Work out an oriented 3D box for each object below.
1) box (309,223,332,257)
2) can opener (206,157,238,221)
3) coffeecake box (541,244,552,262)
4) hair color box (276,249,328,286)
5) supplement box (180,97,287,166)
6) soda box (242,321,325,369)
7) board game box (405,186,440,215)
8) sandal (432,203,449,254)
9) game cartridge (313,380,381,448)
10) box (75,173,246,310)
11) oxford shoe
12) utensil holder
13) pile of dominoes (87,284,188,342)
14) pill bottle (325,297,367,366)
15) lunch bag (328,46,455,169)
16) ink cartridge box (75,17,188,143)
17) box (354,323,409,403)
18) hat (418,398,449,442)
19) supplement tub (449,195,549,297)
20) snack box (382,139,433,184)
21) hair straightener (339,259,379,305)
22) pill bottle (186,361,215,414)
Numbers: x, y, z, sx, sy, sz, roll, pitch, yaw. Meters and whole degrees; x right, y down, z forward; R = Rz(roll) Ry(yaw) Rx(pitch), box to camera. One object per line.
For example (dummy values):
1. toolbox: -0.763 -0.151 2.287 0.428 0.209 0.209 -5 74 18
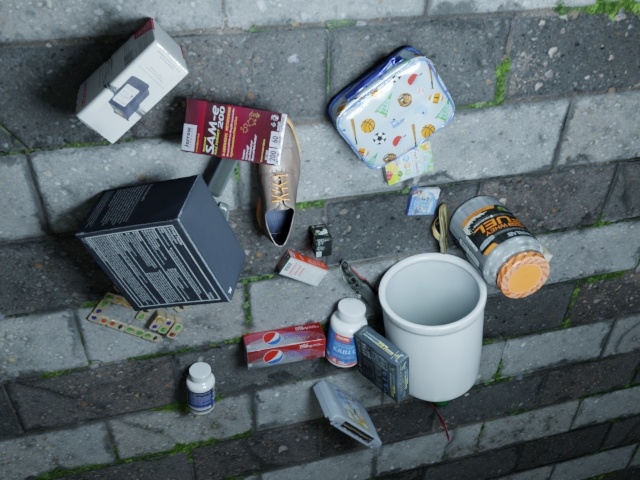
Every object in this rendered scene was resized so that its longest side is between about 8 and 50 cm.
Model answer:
1. box: 0.000 0.000 1.777 0.052 0.083 0.062 -7 127 -12
2. can opener: -0.260 -0.142 1.592 0.093 0.074 0.280 18 115 -18
3. coffeecake box: 0.677 0.083 2.075 0.186 0.068 0.142 5 124 -22
4. hair color box: -0.055 0.086 1.847 0.141 0.043 0.072 22 115 -32
5. supplement box: -0.208 -0.262 1.462 0.240 0.073 0.130 8 100 -5
6. soda box: -0.119 0.346 1.989 0.264 0.083 0.092 -8 127 -14
7. board game box: 0.311 -0.120 1.836 0.090 0.020 0.090 -4 126 -18
8. sandal: 0.376 -0.033 1.899 0.049 0.072 0.180 9 131 21
9. game cartridge: 0.097 0.626 2.192 0.062 0.198 0.297 -39 128 12
10. box: -0.389 0.014 1.534 0.294 0.182 0.296 -6 132 20
11. oxford shoe: -0.104 -0.151 1.600 0.130 0.132 0.363 -8 127 -12
12. utensil holder: 0.364 0.288 1.964 0.328 0.327 0.385 -16 131 -7
13. pile of dominoes: -0.525 0.216 1.785 0.251 0.040 0.196 27 113 -33
14. pill bottle: 0.088 0.303 2.002 0.125 0.124 0.221 -4 125 -16
15. lunch bag: 0.186 -0.348 1.571 0.303 0.115 0.243 -36 126 10
16. ink cartridge box: -0.415 -0.351 1.324 0.237 0.172 0.100 -39 127 11
17. box: 0.200 0.400 1.947 0.059 0.183 0.232 -38 142 -25
18. hat: 0.467 0.623 2.324 0.173 0.183 0.208 -40 127 11
19. supplement tub: 0.539 0.019 1.824 0.194 0.316 0.193 -10 127 -13
20. snack box: 0.247 -0.227 1.725 0.141 0.037 0.100 -19 130 -5
21. hair straightener: 0.125 0.141 1.917 0.047 0.089 0.230 -22 131 18
22. pill bottle: -0.394 0.485 1.990 0.094 0.094 0.169 -5 126 -15
